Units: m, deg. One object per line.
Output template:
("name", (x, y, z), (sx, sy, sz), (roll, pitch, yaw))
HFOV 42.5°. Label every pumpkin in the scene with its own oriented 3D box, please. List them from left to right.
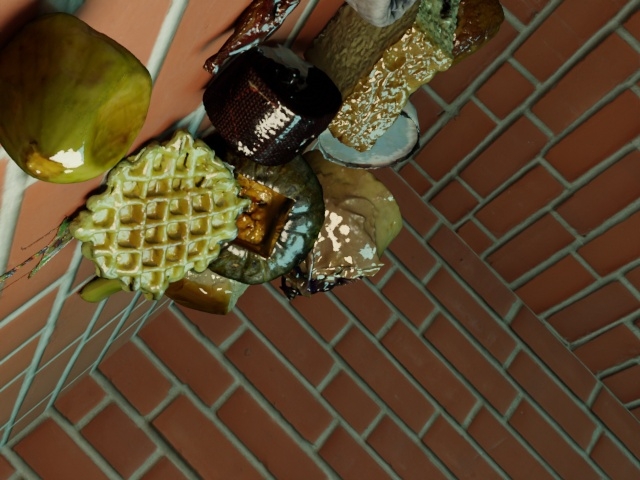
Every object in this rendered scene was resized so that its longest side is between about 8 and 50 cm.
("pumpkin", (-0.142, -0.068, 1.645), (0.320, 0.320, 0.192), (-44, -162, 0))

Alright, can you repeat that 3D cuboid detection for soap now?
("soap", (-0.473, 0.101, 1.857), (0.140, 0.045, 0.089), (-22, 172, 7))

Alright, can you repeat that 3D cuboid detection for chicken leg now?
("chicken leg", (-0.086, -0.321, 1.183), (0.219, 0.048, 0.089), (-44, 175, 6))

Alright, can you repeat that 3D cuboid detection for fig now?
("fig", (-0.235, -0.125, 0.766), (0.144, 0.154, 0.165), (118, -29, -51))

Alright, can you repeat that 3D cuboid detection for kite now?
("kite", (-0.466, 0.024, 1.358), (0.198, 0.006, 0.244), (-45, 178, 43))

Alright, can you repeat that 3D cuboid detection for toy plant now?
("toy plant", (0.110, -0.353, 1.833), (0.247, 0.247, 0.332), (133, -35, -55))

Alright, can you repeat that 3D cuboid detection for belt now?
("belt", (-0.081, -0.222, 1.384), (0.164, 0.184, 0.289), (-46, 176, 24))

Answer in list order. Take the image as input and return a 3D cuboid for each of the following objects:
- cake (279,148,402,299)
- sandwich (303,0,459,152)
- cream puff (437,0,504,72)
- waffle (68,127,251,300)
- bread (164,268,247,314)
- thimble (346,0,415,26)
("cake", (-0.007, -0.003, 1.944), (0.321, 0.332, 0.332), (-53, -178, -27))
("sandwich", (0.121, -0.360, 1.528), (0.325, 0.131, 0.262), (-46, -144, 26))
("cream puff", (0.313, -0.554, 2.118), (0.303, 0.212, 0.303), (-36, -174, 4))
("waffle", (-0.270, -0.042, 1.423), (0.297, 0.073, 0.317), (-46, 141, -5))
("bread", (-0.282, 0.045, 1.916), (0.250, 0.279, 0.225), (97, 17, -78))
("thimble", (0.088, -0.415, 1.104), (0.217, 0.157, 0.245), (-50, 176, 16))
